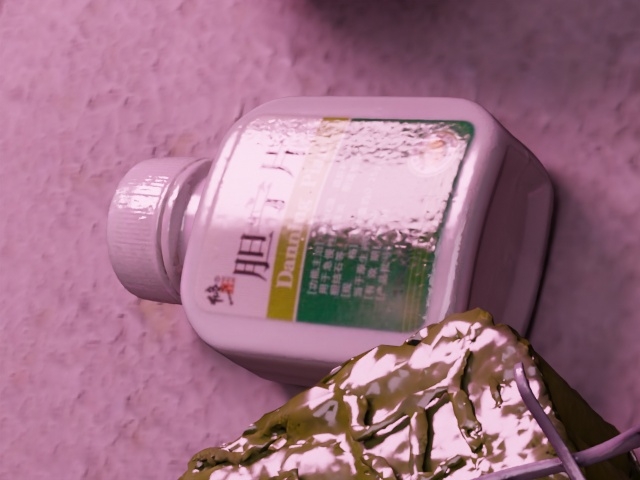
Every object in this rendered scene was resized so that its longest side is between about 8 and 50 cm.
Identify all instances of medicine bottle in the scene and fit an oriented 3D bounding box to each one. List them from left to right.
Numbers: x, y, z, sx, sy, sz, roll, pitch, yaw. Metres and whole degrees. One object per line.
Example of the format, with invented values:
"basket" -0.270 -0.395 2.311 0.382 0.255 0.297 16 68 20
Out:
"medicine bottle" 0.000 0.000 0.808 0.183 0.069 0.119 4 72 36

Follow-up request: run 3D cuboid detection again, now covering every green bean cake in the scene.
"green bean cake" 0.034 0.154 0.680 0.200 0.113 0.214 -32 53 17

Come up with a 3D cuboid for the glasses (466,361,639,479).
"glasses" 0.068 0.095 0.596 0.140 0.062 0.104 22 59 37
